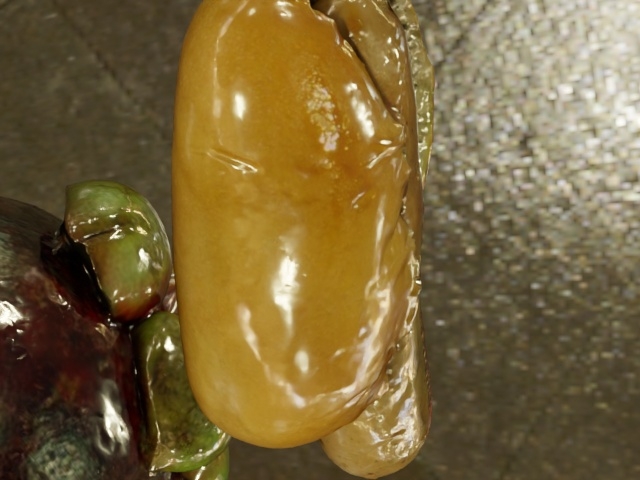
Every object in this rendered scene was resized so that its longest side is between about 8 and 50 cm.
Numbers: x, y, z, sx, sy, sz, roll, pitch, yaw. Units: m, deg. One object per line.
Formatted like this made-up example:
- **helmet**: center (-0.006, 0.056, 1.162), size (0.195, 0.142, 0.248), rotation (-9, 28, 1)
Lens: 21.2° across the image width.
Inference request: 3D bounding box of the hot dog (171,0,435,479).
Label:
- **hot dog**: center (0.000, 0.001, 0.399), size (0.090, 0.060, 0.140), rotation (-63, 161, -62)

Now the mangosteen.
- **mangosteen**: center (-0.191, 0.115, 1.038), size (0.300, 0.300, 0.300), rotation (2, 87, -38)
